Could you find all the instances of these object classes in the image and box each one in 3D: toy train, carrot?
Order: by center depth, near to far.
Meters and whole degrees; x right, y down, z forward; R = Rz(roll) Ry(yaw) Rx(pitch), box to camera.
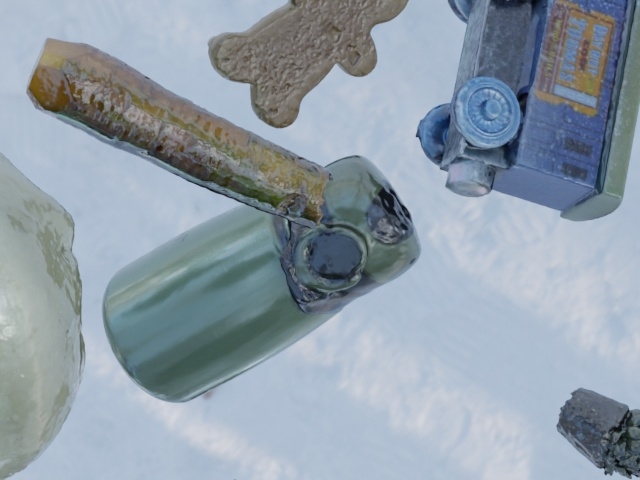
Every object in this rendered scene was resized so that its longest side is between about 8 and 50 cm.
[{"bbox_3d":[-0.109,-0.084,1.027,0.260,0.070,0.070,25,124,-14],"label":"carrot"},{"bbox_3d":[0.218,-0.171,1.266,0.202,0.300,0.131,16,166,-10],"label":"toy train"}]

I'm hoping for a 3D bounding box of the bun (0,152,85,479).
[{"bbox_3d":[-0.212,0.021,0.683,0.231,0.133,0.231,18,135,20],"label":"bun"}]

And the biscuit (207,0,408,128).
[{"bbox_3d":[-0.001,-0.293,1.763,0.301,0.049,0.197,-40,128,-2],"label":"biscuit"}]

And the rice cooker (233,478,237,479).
[{"bbox_3d":[-0.077,0.433,1.900,0.203,0.118,0.142,23,145,-22],"label":"rice cooker"}]

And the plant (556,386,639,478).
[{"bbox_3d":[0.381,0.255,1.674,0.143,0.094,0.092,27,135,25],"label":"plant"}]

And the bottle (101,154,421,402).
[{"bbox_3d":[-0.056,0.034,1.336,0.347,0.168,0.168,-29,95,24],"label":"bottle"}]
